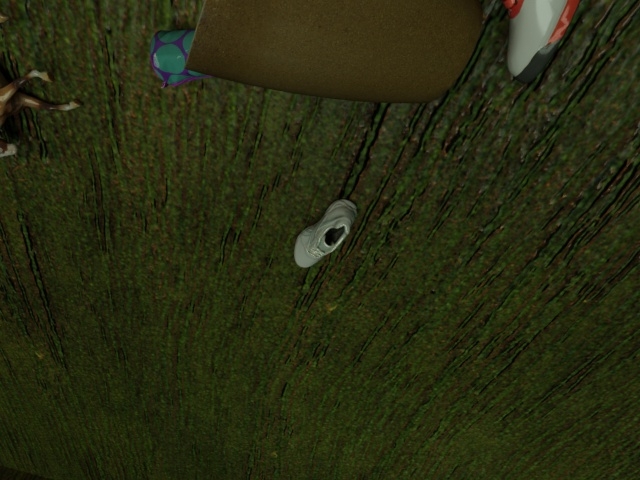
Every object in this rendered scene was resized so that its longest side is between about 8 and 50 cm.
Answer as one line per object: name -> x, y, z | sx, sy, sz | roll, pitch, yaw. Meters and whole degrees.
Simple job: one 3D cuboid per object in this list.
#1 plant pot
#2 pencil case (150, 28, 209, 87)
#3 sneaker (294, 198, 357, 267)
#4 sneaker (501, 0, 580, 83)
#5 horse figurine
plant pot -> 0.024, -0.241, 0.472 | 0.254, 0.237, 0.237 | 15, 131, -21
pencil case -> -0.130, -0.228, 0.591 | 0.152, 0.064, 0.070 | 3, 112, 10
sneaker -> 0.000, 0.000, 0.751 | 0.054, 0.061, 0.152 | 30, 129, -15
sneaker -> 0.190, -0.301, 0.457 | 0.145, 0.090, 0.270 | 12, 126, 3
horse figurine -> -0.463, -0.245, 0.645 | 0.175, 0.066, 0.263 | -13, 127, 13
